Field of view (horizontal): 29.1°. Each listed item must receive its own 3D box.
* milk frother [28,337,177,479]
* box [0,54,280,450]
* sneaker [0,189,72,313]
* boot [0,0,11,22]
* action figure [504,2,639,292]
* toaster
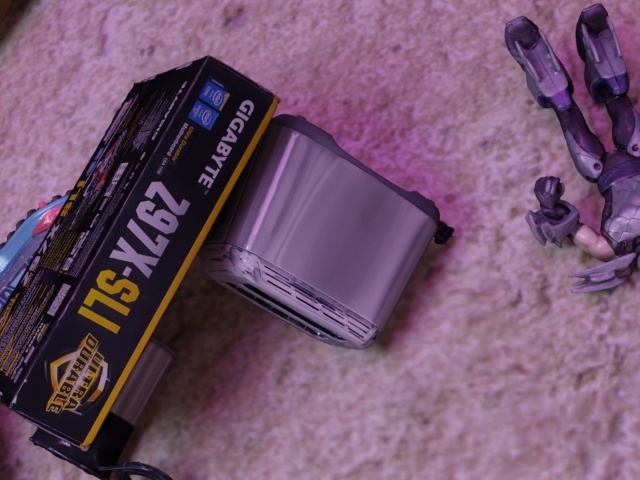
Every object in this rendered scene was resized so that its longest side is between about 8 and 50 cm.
[{"bbox_3d":[-0.169,0.160,1.135,0.143,0.129,0.134,32,75,-14],"label":"milk frother"},{"bbox_3d":[-0.179,0.003,1.069,0.322,0.079,0.257,-62,19,-10],"label":"box"},{"bbox_3d":[-0.271,0.056,1.229,0.262,0.104,0.125,-41,76,2],"label":"sneaker"},{"bbox_3d":[-0.479,-0.247,1.443,0.203,0.095,0.262,33,95,40],"label":"boot"},{"bbox_3d":[0.258,-0.073,1.086,0.185,0.099,0.285,-19,63,0],"label":"action figure"},{"bbox_3d":[0.000,0.000,1.098,0.129,0.227,0.146,2,64,63],"label":"toaster"}]
